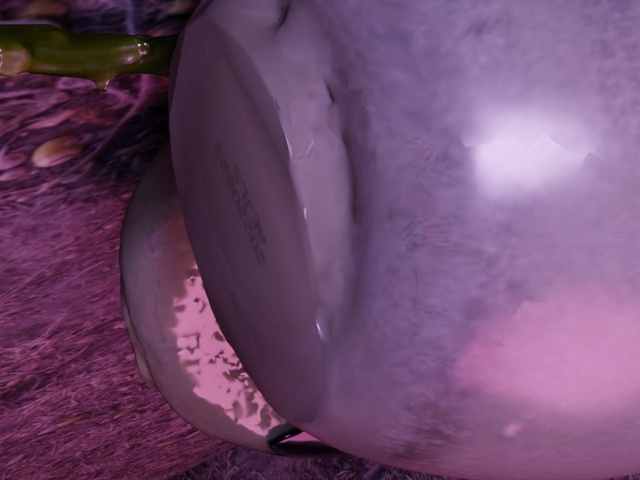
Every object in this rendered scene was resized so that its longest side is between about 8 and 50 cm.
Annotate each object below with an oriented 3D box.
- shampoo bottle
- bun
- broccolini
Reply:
[{"bbox_3d":[0.101,-0.043,0.680,0.317,0.322,0.322,-6,161,-31],"label":"shampoo bottle"},{"bbox_3d":[0.000,0.000,0.979,0.293,0.293,0.187,-23,-153,-1],"label":"bun"},{"bbox_3d":[-0.088,-0.089,0.759,0.216,0.067,0.058,-9,135,-45],"label":"broccolini"}]
